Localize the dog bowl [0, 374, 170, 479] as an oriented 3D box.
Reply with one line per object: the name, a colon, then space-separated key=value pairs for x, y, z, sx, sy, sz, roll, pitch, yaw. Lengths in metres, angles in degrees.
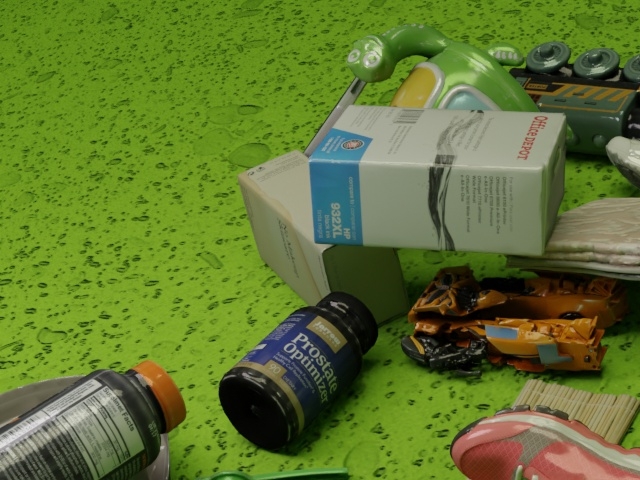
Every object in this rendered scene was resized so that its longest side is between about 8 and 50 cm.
dog bowl: x=-0.344 y=0.310 z=1.810 sx=0.349 sy=0.102 sz=0.349 roll=-11 pitch=29 yaw=6

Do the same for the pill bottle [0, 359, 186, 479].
pill bottle: x=-0.274 y=0.233 z=1.680 sx=0.246 sy=0.130 sz=0.130 roll=-31 pitch=34 yaw=-29

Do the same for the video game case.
video game case: x=0.015 y=-0.181 z=2.327 sx=0.023 sy=0.212 sz=0.193 roll=35 pitch=39 yaw=-3

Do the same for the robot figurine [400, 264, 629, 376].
robot figurine: x=0.249 y=0.098 z=1.942 sx=0.291 sy=0.085 sz=0.211 roll=3 pitch=32 yaw=28

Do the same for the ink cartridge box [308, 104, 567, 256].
ink cartridge box: x=0.162 y=-0.085 z=1.952 sx=0.307 sy=0.129 sz=0.223 roll=3 pitch=24 yaw=16

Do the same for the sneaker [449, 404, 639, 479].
sneaker: x=0.278 y=0.275 z=1.568 sx=0.314 sy=0.116 sz=0.136 roll=12 pitch=46 yaw=21

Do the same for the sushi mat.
sushi mat: x=0.254 y=0.267 z=1.714 sx=0.151 sy=0.019 sz=0.316 roll=5 pitch=34 yaw=31

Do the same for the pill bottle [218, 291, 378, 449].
pill bottle: x=-0.023 y=0.163 z=1.908 sx=0.123 sy=0.122 sz=0.219 roll=11 pitch=38 yaw=37

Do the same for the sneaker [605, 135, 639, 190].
sneaker: x=0.532 y=-0.117 z=2.160 sx=0.232 sy=0.090 sz=0.115 roll=27 pitch=77 yaw=38

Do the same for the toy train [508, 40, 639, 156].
toy train: x=0.433 y=-0.216 z=2.374 sx=0.334 sy=0.142 sz=0.190 roll=11 pitch=50 yaw=34

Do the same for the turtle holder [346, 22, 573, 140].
turtle holder: x=0.201 y=-0.181 z=2.219 sx=0.227 sy=0.320 sz=0.243 roll=-42 pitch=34 yaw=-17

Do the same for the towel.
towel: x=0.455 y=-0.006 z=1.955 sx=0.332 sy=0.053 sz=0.317 roll=4 pitch=16 yaw=41

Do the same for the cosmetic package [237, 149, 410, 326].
cosmetic package: x=0.000 y=0.000 z=2.146 sx=0.113 sy=0.160 sz=0.309 roll=-24 pitch=30 yaw=-15

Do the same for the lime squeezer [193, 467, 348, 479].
lime squeezer: x=-0.119 y=0.319 z=1.746 sx=0.310 sy=0.058 sz=0.110 roll=-28 pitch=32 yaw=-26
